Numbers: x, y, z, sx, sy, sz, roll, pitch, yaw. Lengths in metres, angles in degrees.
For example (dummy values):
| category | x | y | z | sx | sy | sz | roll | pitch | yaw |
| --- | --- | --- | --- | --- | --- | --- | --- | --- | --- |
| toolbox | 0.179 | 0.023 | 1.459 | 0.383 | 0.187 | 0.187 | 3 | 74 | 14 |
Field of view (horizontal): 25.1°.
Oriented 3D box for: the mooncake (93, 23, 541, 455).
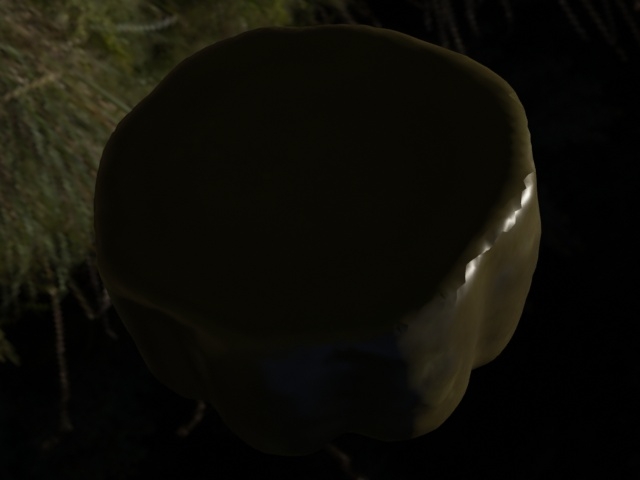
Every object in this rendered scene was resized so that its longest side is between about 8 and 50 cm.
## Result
| category | x | y | z | sx | sy | sz | roll | pitch | yaw |
| --- | --- | --- | --- | --- | --- | --- | --- | --- | --- |
| mooncake | 0.000 | 0.000 | 1.227 | 0.378 | 0.378 | 0.201 | -40 | 146 | -22 |
